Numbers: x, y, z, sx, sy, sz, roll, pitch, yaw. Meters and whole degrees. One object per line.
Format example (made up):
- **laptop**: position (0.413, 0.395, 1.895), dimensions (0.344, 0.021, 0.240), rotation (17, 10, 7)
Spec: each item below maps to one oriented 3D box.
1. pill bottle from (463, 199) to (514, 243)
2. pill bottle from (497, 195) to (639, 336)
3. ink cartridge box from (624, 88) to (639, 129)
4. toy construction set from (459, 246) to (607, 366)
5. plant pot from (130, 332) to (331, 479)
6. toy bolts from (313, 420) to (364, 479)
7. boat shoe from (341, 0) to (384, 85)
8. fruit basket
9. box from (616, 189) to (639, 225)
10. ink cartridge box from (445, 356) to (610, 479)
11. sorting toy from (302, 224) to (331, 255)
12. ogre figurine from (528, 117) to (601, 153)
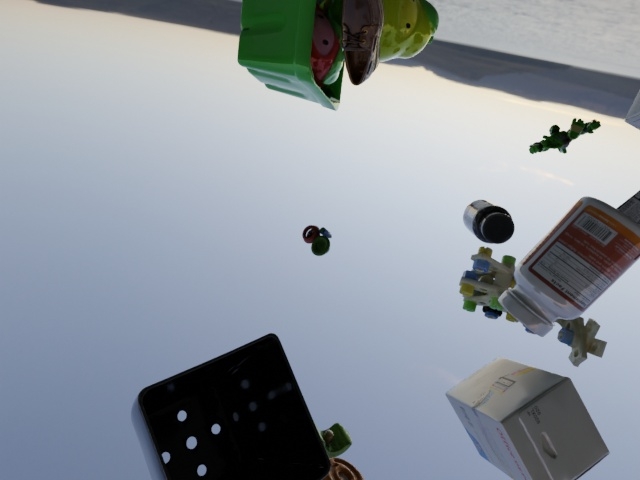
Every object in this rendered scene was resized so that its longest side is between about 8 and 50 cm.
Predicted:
- **pill bottle**: position (0.539, -0.058, 1.374), dimensions (0.123, 0.123, 0.219), rotation (12, -165, 3)
- **pill bottle**: position (0.395, 0.046, 0.686), dimensions (0.121, 0.216, 0.121), rotation (34, -164, -11)
- **ink cartridge box**: position (0.623, -0.215, 0.687), dimensions (0.191, 0.139, 0.082), rotation (29, 176, 1)
- **toy construction set**: position (0.459, 0.141, 0.960), dimensions (0.328, 0.215, 0.151), rotation (33, -106, 11)
- **plant pot**: position (-0.133, 0.254, 0.546), dimensions (0.187, 0.167, 0.188), rotation (-16, -103, -43)
- **toy bolts**: position (-0.048, 0.469, 0.839), dimensions (0.228, 0.158, 0.218), rotation (22, -169, -26)
- **boat shoe**: position (0.065, -0.332, 0.695), dimensions (0.064, 0.178, 0.060), rotation (16, -118, 17)
- **fruit basket**: position (0.051, -0.461, 0.857), dimensions (0.392, 0.392, 0.283), rotation (18, -174, 13)
- **box**: position (0.711, -0.058, 0.928), dimensions (0.073, 0.293, 0.295), rotation (54, -176, 28)
- **ink cartridge box**: position (0.415, 0.373, 0.893), dimensions (0.168, 0.171, 0.233), rotation (-29, 180, -11)
- **sorting toy**: position (0.000, 0.000, 1.029), dimensions (0.042, 0.061, 0.102), rotation (35, -168, -50)
- **ogre figurine**: position (0.761, -0.322, 1.364), dimensions (0.097, 0.197, 0.118), rotation (50, -164, 7)
